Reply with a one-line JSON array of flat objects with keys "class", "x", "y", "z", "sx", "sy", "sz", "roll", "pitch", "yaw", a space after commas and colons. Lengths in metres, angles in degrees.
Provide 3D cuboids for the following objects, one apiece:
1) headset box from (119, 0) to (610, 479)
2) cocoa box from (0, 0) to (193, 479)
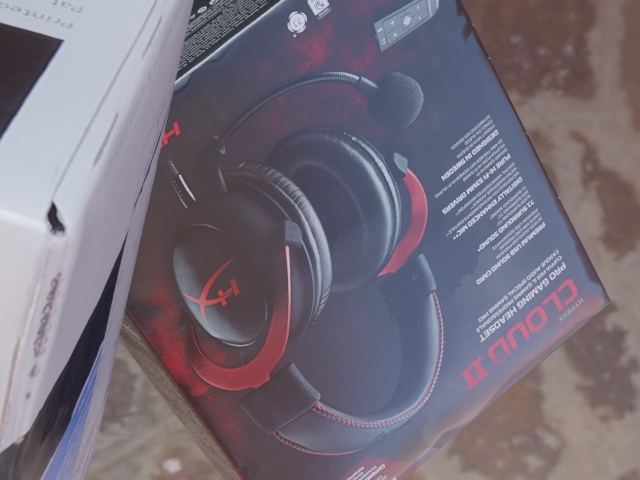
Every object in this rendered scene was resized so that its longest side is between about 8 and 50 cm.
[{"class": "headset box", "x": 0.000, "y": 0.000, "z": 0.837, "sx": 0.218, "sy": 0.110, "sz": 0.293, "roll": -38, "pitch": 123, "yaw": -12}, {"class": "cocoa box", "x": -0.232, "y": -0.001, "z": 0.473, "sx": 0.347, "sy": 0.228, "sz": 0.231, "roll": 15, "pitch": 28, "yaw": -2}]
